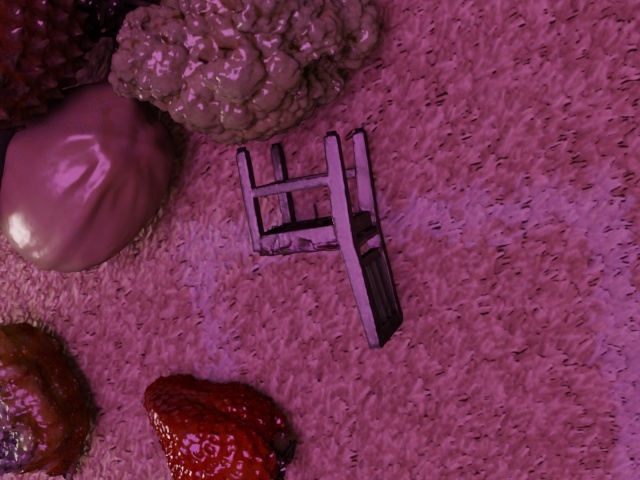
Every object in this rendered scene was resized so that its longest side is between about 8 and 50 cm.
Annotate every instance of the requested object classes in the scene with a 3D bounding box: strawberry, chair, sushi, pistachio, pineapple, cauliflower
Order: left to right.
[{"bbox_3d":[-0.463,0.255,1.174,0.184,0.139,0.274,-35,81,21],"label":"sushi"},{"bbox_3d":[-0.328,-0.270,0.938,0.175,0.361,0.175,23,144,18],"label":"pineapple"},{"bbox_3d":[-0.329,-0.077,1.054,0.332,0.208,0.226,-51,38,31],"label":"pistachio"},{"bbox_3d":[-0.155,0.263,1.061,0.236,0.106,0.175,7,64,11],"label":"strawberry"},{"bbox_3d":[-0.098,-0.257,0.912,0.327,0.260,0.281,-20,96,-15],"label":"cauliflower"},{"bbox_3d":[0.000,0.000,0.990,0.147,0.136,0.270,-8,98,20],"label":"chair"}]

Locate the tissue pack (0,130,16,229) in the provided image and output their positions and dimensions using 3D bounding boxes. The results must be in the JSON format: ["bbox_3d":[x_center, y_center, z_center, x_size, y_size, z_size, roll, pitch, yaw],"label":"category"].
[{"bbox_3d":[-0.544,-0.203,1.015,0.205,0.332,0.404,3,100,6],"label":"tissue pack"}]
